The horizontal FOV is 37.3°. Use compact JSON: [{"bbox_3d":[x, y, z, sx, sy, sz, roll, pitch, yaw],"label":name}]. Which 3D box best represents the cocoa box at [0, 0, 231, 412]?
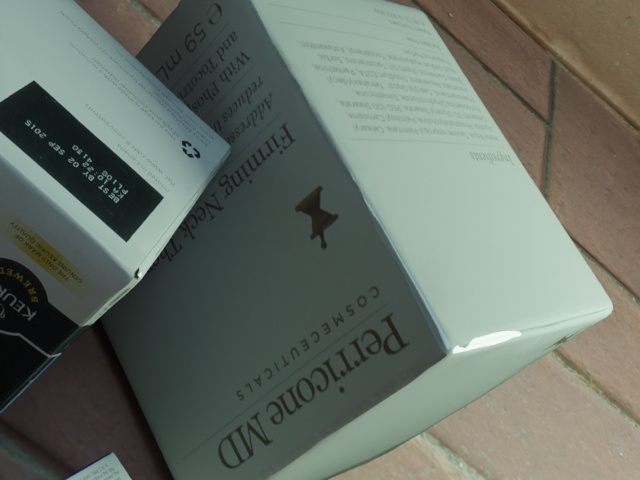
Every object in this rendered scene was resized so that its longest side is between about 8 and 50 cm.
[{"bbox_3d":[-0.287,-0.073,0.703,0.347,0.228,0.231,43,28,-10],"label":"cocoa box"}]

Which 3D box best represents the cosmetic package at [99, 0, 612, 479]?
[{"bbox_3d":[0.000,0.000,0.931,0.327,0.329,0.393,-4,59,-52],"label":"cosmetic package"}]

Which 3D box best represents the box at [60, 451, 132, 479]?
[{"bbox_3d":[-0.182,0.254,0.716,0.137,0.072,0.126,55,35,8],"label":"box"}]
